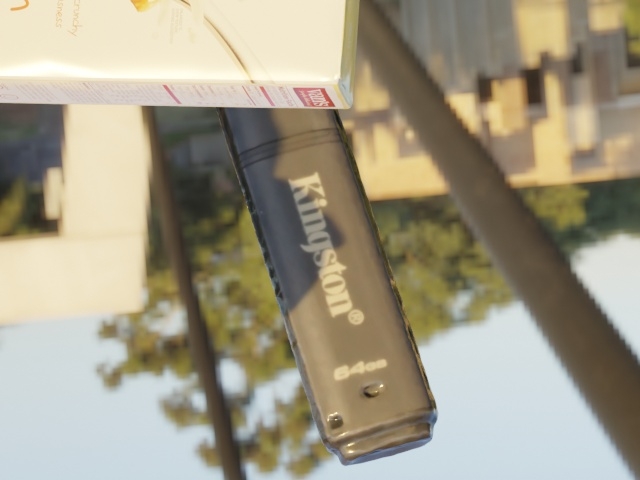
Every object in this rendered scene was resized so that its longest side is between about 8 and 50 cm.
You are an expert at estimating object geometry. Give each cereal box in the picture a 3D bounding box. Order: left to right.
[{"bbox_3d":[-0.099,-0.147,0.766,0.240,0.173,0.047,1,168,10],"label":"cereal box"}]

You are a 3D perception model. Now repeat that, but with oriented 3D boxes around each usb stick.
[{"bbox_3d":[0.000,0.000,1.057,0.077,0.278,0.045,-13,162,-16],"label":"usb stick"}]
